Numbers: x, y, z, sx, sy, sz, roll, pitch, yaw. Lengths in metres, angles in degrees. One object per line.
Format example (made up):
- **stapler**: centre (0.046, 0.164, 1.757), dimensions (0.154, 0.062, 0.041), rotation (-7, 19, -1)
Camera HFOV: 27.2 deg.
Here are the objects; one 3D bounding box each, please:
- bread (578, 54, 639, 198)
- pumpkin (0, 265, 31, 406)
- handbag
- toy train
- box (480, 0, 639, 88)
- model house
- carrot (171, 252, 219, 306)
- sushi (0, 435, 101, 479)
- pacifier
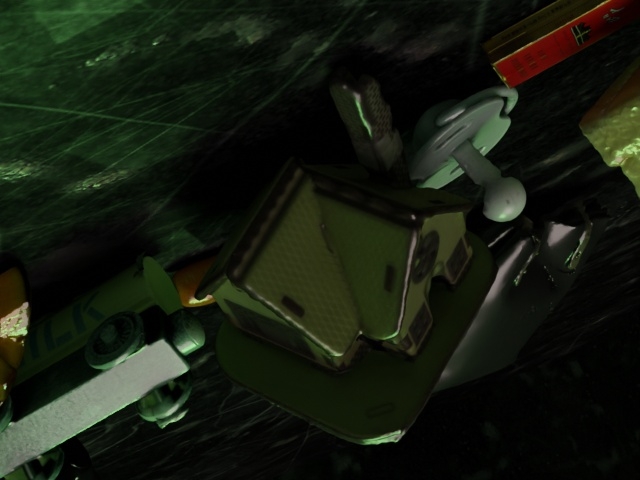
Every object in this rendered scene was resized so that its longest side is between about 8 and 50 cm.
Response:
- **bread**: centre (0.372, -0.162, 1.082), dimensions (0.246, 0.111, 0.239), rotation (-45, -170, -38)
- **pumpkin**: centre (-0.324, 0.135, 1.053), dimensions (0.254, 0.130, 0.149), rotation (-25, 166, -9)
- **handbag**: centre (0.221, 0.057, 1.709), dimensions (0.288, 0.152, 0.342), rotation (-48, 160, 29)
- **toy train**: centre (-0.216, 0.110, 1.147), dimensions (0.253, 0.157, 0.105), rotation (-31, 127, 9)
- **box**: centre (0.199, -0.173, 1.074), dimensions (0.133, 0.023, 0.090), rotation (-28, 168, 11)
- **model house**: centre (0.000, 0.000, 1.044), dimensions (0.218, 0.205, 0.278), rotation (-60, 154, -19)
- **carrot**: centre (-0.034, 0.007, 1.280), dimensions (0.248, 0.043, 0.043), rotation (-23, 166, -19)
- **sushi**: centre (-0.347, 0.296, 1.566), dimensions (0.150, 0.153, 0.172), rotation (-46, 140, 8)
- **pacifier**: centre (0.141, -0.070, 1.154), dimensions (0.127, 0.116, 0.150), rotation (-40, 163, -2)
